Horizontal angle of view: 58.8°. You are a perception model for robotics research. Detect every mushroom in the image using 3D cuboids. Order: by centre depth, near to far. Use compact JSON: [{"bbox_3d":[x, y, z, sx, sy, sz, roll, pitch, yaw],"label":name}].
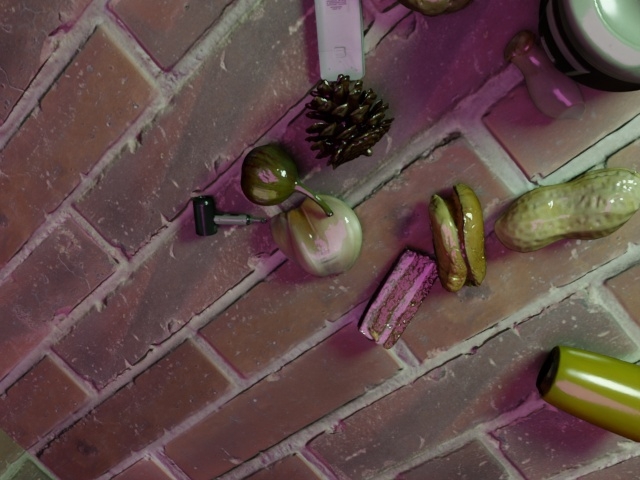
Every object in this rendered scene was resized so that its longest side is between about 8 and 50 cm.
[{"bbox_3d":[0.455,-0.327,1.150,0.088,0.097,0.212,-34,100,33],"label":"mushroom"}]

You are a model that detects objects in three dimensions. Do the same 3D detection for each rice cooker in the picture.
[{"bbox_3d":[0.539,-0.405,0.936,0.334,0.325,0.336,2,101,11],"label":"rice cooker"}]

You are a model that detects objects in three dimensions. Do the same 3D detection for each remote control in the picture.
[{"bbox_3d":[0.041,-0.474,1.230,0.103,0.034,0.250,1,115,15],"label":"remote control"}]

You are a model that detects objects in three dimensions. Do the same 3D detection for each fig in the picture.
[{"bbox_3d":[-0.075,-0.127,1.350,0.245,0.149,0.149,28,119,14],"label":"fig"}]

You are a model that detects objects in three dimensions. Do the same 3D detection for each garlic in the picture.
[{"bbox_3d":[0.000,0.000,1.423,0.217,0.110,0.228,-32,102,22],"label":"garlic"}]

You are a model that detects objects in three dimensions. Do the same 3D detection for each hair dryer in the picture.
[{"bbox_3d":[-0.237,-0.062,1.496,0.197,0.057,0.101,3,115,5],"label":"hair dryer"}]

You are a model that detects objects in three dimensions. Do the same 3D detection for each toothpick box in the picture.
[{"bbox_3d":[0.670,0.358,1.368,0.271,0.175,0.175,19,118,10],"label":"toothpick box"}]

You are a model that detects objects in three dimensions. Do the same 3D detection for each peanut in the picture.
[{"bbox_3d":[0.533,-0.061,1.233,0.313,0.149,0.149,-17,109,22],"label":"peanut"}]

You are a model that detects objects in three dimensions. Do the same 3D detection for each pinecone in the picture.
[{"bbox_3d":[0.051,-0.262,1.242,0.207,0.208,0.208,6,116,13],"label":"pinecone"}]

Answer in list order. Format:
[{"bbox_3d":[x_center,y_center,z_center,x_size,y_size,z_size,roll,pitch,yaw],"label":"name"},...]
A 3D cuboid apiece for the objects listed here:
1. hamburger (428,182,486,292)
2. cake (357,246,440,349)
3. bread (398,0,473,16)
[{"bbox_3d":[0.330,0.004,1.318,0.124,0.131,0.262,-15,111,0],"label":"hamburger"},{"bbox_3d":[0.194,0.156,1.447,0.115,0.113,0.295,28,113,-1],"label":"cake"},{"bbox_3d":[0.224,-0.557,1.094,0.229,0.123,0.230,8,121,14],"label":"bread"}]
